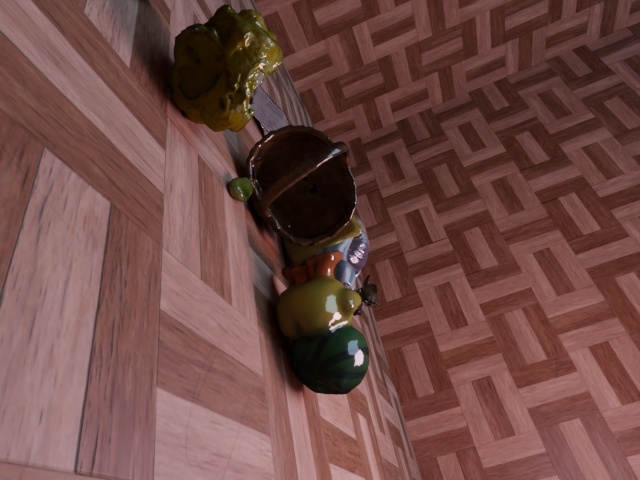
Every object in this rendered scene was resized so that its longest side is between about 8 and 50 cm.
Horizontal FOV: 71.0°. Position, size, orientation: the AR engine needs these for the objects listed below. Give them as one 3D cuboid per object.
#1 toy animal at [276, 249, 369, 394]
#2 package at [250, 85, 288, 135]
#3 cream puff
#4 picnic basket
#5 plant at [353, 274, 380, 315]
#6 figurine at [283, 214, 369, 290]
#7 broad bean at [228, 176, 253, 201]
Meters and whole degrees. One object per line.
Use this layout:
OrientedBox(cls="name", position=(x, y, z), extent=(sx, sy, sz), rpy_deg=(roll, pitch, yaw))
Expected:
OrientedBox(cls="toy animal", position=(-0.007, 0.202, 1.076), extent=(0.191, 0.216, 0.338), rpy_deg=(6, 64, -49))
OrientedBox(cls="package", position=(-0.184, -0.459, 1.748), extent=(0.204, 0.062, 0.251), rpy_deg=(-88, 154, -43))
OrientedBox(cls="cream puff", position=(-0.215, -0.365, 0.941), extent=(0.185, 0.282, 0.282), rpy_deg=(24, 40, -39))
OrientedBox(cls="picnic basket", position=(-0.047, -0.156, 1.182), extent=(0.337, 0.293, 0.337), rpy_deg=(55, -5, 7))
OrientedBox(cls="plant", position=(0.123, 0.218, 1.720), extent=(0.142, 0.203, 0.131), rpy_deg=(62, 4, -12))
OrientedBox(cls="figurine", position=(0.065, 0.096, 1.462), extent=(0.378, 0.266, 0.361), rpy_deg=(50, 32, -50))
OrientedBox(cls="broad bean", position=(-0.198, -0.127, 1.113), extent=(0.083, 0.045, 0.063), rpy_deg=(-66, 134, -66))
